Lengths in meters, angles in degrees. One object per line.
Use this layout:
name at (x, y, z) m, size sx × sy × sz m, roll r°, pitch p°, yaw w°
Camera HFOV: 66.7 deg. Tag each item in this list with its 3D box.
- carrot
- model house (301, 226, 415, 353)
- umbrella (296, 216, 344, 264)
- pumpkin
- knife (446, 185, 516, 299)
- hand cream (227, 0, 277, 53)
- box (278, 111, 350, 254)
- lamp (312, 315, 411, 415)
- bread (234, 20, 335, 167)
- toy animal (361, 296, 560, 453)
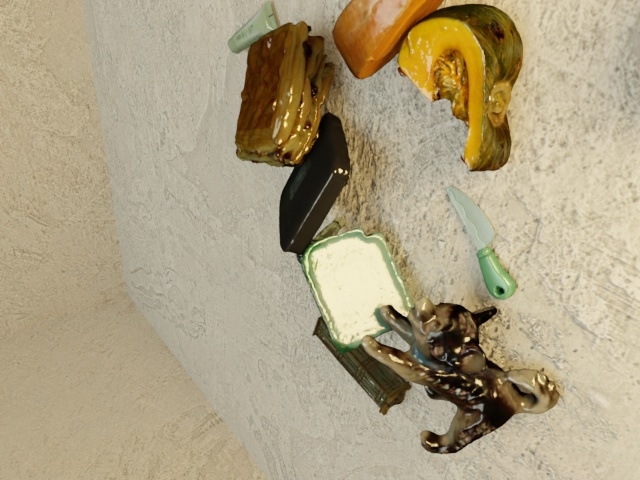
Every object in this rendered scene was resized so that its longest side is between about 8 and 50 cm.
carrot at (0.146, -0.415, 0.853) m, size 0.100 × 0.258 × 0.307 m, roll 50°, pitch 148°, yaw -6°
model house at (0.079, 0.126, 1.271) m, size 0.249 × 0.230 × 0.280 m, roll 132°, pitch 117°, yaw -78°
umbrella at (0.000, 0.000, 1.300) m, size 0.046 × 0.188 × 0.050 m, roll 48°, pitch 141°, yaw -7°
pumpkin at (0.246, -0.274, 0.882) m, size 0.190 × 0.139 × 0.280 m, roll 19°, pitch 119°, yaw 42°
knife at (0.333, -0.002, 1.004) m, size 0.063 × 0.035 × 0.260 m, roll -31°, pitch 79°, yaw 50°
hand cream at (-0.191, -0.590, 1.369) m, size 0.205 × 0.050 × 0.078 m, roll -10°, pitch 97°, yaw 49°
box at (-0.019, -0.143, 1.205) m, size 0.289 × 0.073 × 0.290 m, roll -57°, pitch 23°, yaw 32°
lamp at (0.111, 0.343, 1.414) m, size 0.325 × 0.090 × 0.089 m, roll 43°, pitch 137°, yaw 30°
bread at (-0.084, -0.344, 1.208) m, size 0.277 × 0.167 × 0.324 m, roll 17°, pitch 99°, yaw 57°
toy animal at (0.299, 0.253, 1.025) m, size 0.303 × 0.194 × 0.344 m, roll -23°, pitch 107°, yaw 33°
